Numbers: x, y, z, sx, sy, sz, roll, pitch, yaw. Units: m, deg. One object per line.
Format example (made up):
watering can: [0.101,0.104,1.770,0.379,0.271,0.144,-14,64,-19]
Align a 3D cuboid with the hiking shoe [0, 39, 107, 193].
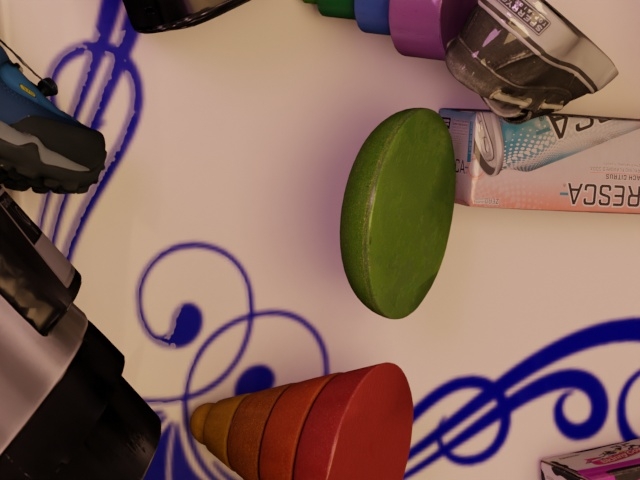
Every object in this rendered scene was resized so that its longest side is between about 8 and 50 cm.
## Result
hiking shoe: [-0.228,-0.135,0.976,0.304,0.113,0.132,34,76,-26]

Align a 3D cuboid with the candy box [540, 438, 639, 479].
candy box: [0.241,0.251,1.223,0.159,0.071,0.233,-8,98,-21]

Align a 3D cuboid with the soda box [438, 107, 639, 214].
soda box: [0.167,-0.050,1.169,0.183,0.058,0.063,1,95,-22]

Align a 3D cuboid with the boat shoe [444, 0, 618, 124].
boat shoe: [0.121,-0.110,1.087,0.078,0.219,0.070,44,102,16]

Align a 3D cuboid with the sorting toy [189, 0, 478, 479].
sorting toy: [0.000,0.000,1.093,0.127,0.126,0.365,14,86,-65]

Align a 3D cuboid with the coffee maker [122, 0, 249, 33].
coffee maker: [-0.102,-0.210,1.028,0.171,0.120,0.178,-21,103,6]

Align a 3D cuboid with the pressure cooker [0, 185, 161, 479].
pressure cooker: [-0.282,0.115,0.827,0.420,0.370,0.375,46,122,-8]
